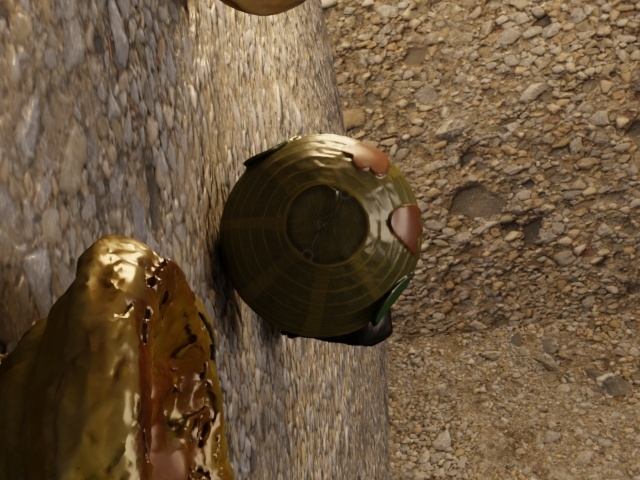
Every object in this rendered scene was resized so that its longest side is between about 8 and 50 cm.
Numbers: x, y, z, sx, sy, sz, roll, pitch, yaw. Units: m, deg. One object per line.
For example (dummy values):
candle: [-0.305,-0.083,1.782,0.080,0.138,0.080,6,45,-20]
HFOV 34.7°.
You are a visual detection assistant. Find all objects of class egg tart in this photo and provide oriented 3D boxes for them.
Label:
egg tart: [-0.123,0.142,0.622,0.290,0.115,0.290,-7,90,-85]

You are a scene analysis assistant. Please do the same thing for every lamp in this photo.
lamp: [0.000,0.000,1.263,0.284,0.250,0.250,118,-35,-80]

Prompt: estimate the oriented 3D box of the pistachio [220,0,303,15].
pistachio: [-0.082,-0.407,1.180,0.238,0.229,0.321,-57,143,-24]

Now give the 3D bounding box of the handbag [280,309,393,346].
handbag: [-0.005,0.029,1.468,0.080,0.223,0.247,-11,97,-40]
